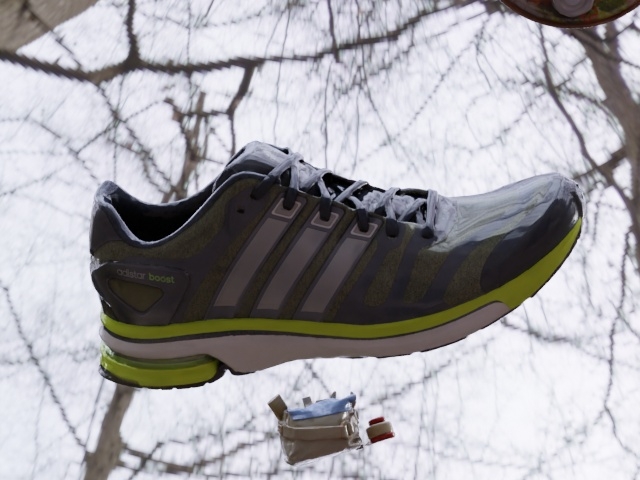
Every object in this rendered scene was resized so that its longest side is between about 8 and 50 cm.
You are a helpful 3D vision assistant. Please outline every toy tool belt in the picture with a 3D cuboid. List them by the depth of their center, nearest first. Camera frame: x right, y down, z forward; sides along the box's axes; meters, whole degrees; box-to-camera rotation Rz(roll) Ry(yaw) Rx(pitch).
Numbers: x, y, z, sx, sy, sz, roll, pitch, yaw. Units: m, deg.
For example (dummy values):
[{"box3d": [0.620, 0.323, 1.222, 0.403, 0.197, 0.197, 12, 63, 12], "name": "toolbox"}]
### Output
[{"box3d": [0.008, 0.124, 1.009, 0.083, 0.052, 0.051, -13, -103, -17], "name": "toy tool belt"}]

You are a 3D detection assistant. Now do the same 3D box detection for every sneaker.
[{"box3d": [0.000, 0.000, 0.821, 0.300, 0.111, 0.121, -13, -69, 8], "name": "sneaker"}]

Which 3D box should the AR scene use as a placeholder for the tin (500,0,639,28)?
[{"box3d": [0.130, -0.201, 0.731, 0.106, 0.040, 0.190, 3, -57, 13], "name": "tin"}]
